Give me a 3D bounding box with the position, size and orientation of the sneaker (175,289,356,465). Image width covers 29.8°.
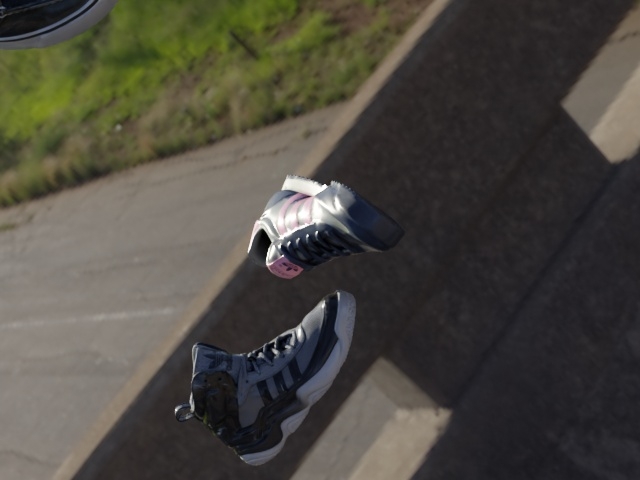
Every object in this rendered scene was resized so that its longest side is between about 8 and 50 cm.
[{"bbox_3d":[-0.074,0.153,1.485,0.268,0.153,0.101,-56,18,21],"label":"sneaker"}]

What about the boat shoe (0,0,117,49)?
[{"bbox_3d":[-0.354,-0.257,1.197,0.306,0.105,0.113,0,80,11],"label":"boat shoe"}]

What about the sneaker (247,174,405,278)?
[{"bbox_3d":[0.000,0.000,1.507,0.131,0.112,0.319,-54,17,-8],"label":"sneaker"}]
